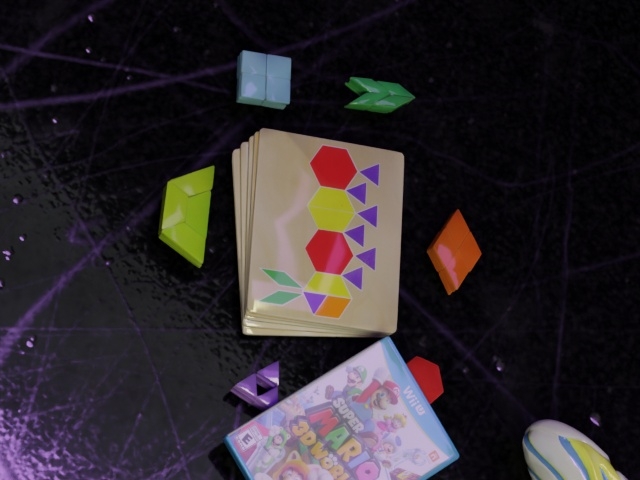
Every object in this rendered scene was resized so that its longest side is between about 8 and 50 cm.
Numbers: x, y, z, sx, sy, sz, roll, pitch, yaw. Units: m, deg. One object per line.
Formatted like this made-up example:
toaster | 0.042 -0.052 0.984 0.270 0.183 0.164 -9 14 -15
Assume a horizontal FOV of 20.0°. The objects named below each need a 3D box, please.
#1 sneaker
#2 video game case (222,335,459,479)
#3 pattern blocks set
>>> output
sneaker | 0.214 0.270 1.499 0.126 0.091 0.240 -28 81 -26
video game case | 0.018 0.170 1.494 0.166 0.015 0.119 -30 89 -21
pattern blocks set | 0.000 0.000 1.566 0.285 0.026 0.325 17 68 -13
